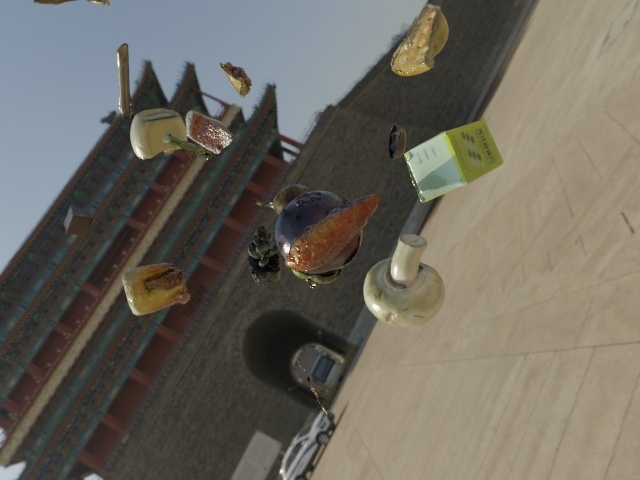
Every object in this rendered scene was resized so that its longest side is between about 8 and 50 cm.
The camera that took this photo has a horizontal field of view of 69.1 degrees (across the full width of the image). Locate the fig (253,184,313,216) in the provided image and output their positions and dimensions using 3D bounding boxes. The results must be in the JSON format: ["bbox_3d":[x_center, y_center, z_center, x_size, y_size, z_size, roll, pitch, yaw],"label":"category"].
[{"bbox_3d":[-0.148,-0.175,1.990,0.191,0.290,0.190,-32,-41,-33],"label":"fig"}]

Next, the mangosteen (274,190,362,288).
[{"bbox_3d":[0.000,0.000,1.613,0.306,0.306,0.359,-56,-40,-43],"label":"mangosteen"}]

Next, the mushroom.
[{"bbox_3d":[0.333,0.164,1.830,0.315,0.316,0.355,68,-145,-80],"label":"mushroom"}]

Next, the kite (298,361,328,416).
[{"bbox_3d":[-0.025,0.395,1.268,0.010,0.189,0.159,-29,15,-9],"label":"kite"}]

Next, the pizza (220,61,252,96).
[{"bbox_3d":[-0.304,-0.615,1.751,0.069,0.154,0.194,-36,27,-7],"label":"pizza"}]

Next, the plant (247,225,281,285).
[{"bbox_3d":[-0.246,0.076,2.054,0.149,0.146,0.274,-15,-46,-15],"label":"plant"}]

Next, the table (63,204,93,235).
[{"bbox_3d":[-0.900,-0.076,1.718,0.070,0.082,0.083,10,-62,-46],"label":"table"}]

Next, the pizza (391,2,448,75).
[{"bbox_3d":[0.279,-0.499,1.198,0.188,0.081,0.204,-59,24,21],"label":"pizza"}]

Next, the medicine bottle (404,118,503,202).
[{"bbox_3d":[0.342,-0.209,1.182,0.141,0.137,0.250,-25,1,45],"label":"medicine bottle"}]

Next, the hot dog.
[{"bbox_3d":[-0.649,0.188,1.876,0.405,0.223,0.185,162,94,-75],"label":"hot dog"}]

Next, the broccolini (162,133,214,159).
[{"bbox_3d":[-0.497,-0.364,1.755,0.392,0.074,0.078,-4,-90,-80],"label":"broccolini"}]

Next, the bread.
[{"bbox_3d":[0.035,-0.016,1.074,0.269,0.095,0.139,-29,-9,-25],"label":"bread"}]

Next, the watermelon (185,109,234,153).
[{"bbox_3d":[-0.318,-0.311,1.393,0.097,0.158,0.121,-65,-8,13],"label":"watermelon"}]

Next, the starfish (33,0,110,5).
[{"bbox_3d":[-0.608,-0.616,1.152,0.227,0.241,0.043,-25,-47,-37],"label":"starfish"}]

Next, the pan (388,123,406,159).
[{"bbox_3d":[0.296,-0.363,1.724,0.202,0.049,0.128,-101,11,-72],"label":"pan"}]

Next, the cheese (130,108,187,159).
[{"bbox_3d":[-0.746,-0.483,2.151,0.266,0.127,0.233,-29,-49,-41],"label":"cheese"}]

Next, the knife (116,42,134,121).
[{"bbox_3d":[-0.756,-0.604,1.789,0.365,0.043,0.089,120,163,-56],"label":"knife"}]
